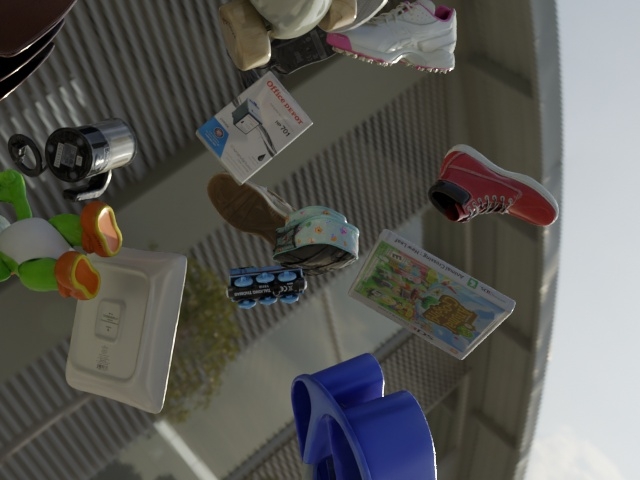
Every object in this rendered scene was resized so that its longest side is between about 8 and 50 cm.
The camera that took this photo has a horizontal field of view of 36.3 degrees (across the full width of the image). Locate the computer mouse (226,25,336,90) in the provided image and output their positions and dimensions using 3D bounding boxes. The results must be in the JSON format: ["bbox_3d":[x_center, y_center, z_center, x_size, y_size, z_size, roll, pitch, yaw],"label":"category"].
[{"bbox_3d":[-0.084,-0.446,2.145,0.184,0.262,0.060,54,11,-46],"label":"computer mouse"}]

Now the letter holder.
[{"bbox_3d":[-0.659,-0.420,2.094,0.214,0.302,0.152,11,-50,12],"label":"letter holder"}]

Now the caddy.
[{"bbox_3d":[0.051,0.350,1.553,0.241,0.179,0.341,42,-32,50],"label":"caddy"}]

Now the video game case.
[{"bbox_3d":[0.143,0.079,1.325,0.193,0.023,0.212,30,-25,3],"label":"video game case"}]

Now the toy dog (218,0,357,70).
[{"bbox_3d":[-0.034,-0.325,1.060,0.161,0.220,0.333,62,-34,6],"label":"toy dog"}]

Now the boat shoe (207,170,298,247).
[{"bbox_3d":[-0.159,-0.080,2.543,0.341,0.121,0.110,38,23,-29],"label":"boat shoe"}]

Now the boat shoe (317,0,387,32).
[{"bbox_3d":[0.113,-0.499,1.685,0.121,0.119,0.335,42,-64,0],"label":"boat shoe"}]

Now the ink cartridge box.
[{"bbox_3d":[-0.133,-0.224,1.946,0.140,0.190,0.082,50,-6,-6],"label":"ink cartridge box"}]

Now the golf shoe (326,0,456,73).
[{"bbox_3d":[0.142,-0.404,1.872,0.115,0.306,0.140,32,-64,45],"label":"golf shoe"}]

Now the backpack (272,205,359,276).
[{"bbox_3d":[0.000,0.000,2.338,0.165,0.145,0.188,27,-25,-37],"label":"backpack"}]

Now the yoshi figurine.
[{"bbox_3d":[-0.536,-0.016,1.649,0.362,0.203,0.203,7,-81,22],"label":"yoshi figurine"}]

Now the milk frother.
[{"bbox_3d":[-0.388,-0.143,1.519,0.143,0.129,0.134,38,22,8],"label":"milk frother"}]

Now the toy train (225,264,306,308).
[{"bbox_3d":[-0.125,0.099,2.214,0.105,0.184,0.080,-109,-167,-69],"label":"toy train"}]

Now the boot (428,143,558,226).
[{"bbox_3d":[0.323,-0.063,1.834,0.244,0.176,0.088,28,-46,2],"label":"boot"}]

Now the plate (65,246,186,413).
[{"bbox_3d":[-0.362,0.147,1.739,0.277,0.278,0.045,7,-4,41],"label":"plate"}]
